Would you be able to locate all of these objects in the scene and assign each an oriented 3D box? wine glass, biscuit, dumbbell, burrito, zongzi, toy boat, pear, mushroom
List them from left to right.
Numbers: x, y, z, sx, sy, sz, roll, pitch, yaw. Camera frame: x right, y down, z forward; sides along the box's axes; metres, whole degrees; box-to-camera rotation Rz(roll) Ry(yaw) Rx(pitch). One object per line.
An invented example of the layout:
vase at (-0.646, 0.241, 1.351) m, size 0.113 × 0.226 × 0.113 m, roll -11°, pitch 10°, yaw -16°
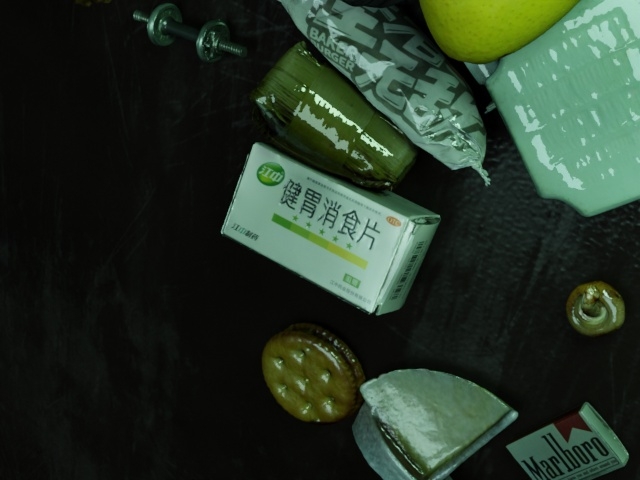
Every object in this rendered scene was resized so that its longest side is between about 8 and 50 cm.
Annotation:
dumbbell at (-0.233, -0.367, 1.649) m, size 0.253 × 0.081 × 0.082 m, roll 24°, pitch 125°, yaw 27°
biscuit at (-0.015, 0.263, 1.816) m, size 0.220 × 0.066 × 0.221 m, roll 17°, pitch 123°, yaw 29°
zongzi at (0.011, -0.172, 1.556) m, size 0.273 × 0.145 × 0.300 m, roll 36°, pitch 166°, yaw -4°
burrito at (0.119, -0.260, 1.406) m, size 0.445 × 0.139 × 0.101 m, roll 47°, pitch 177°, yaw 10°
toy boat at (0.190, 0.341, 1.690) m, size 0.276 × 0.111 × 0.294 m, roll 31°, pitch 115°, yaw 21°
wine glass at (0.231, -0.268, 1.356) m, size 0.072 × 0.072 × 0.155 m, roll -29°, pitch 94°, yaw 42°
pear at (0.213, -0.378, 1.057) m, size 0.285 × 0.285 × 0.336 m, roll 44°, pitch 110°, yaw 10°
mushroom at (0.415, 0.094, 1.395) m, size 0.088 × 0.072 × 0.129 m, roll 46°, pitch 167°, yaw 27°

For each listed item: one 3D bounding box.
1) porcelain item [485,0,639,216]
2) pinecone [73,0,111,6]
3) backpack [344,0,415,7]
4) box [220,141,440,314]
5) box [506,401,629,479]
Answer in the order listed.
porcelain item at (0.389, -0.197, 1.216) m, size 0.285 × 0.157 × 0.282 m, roll -25°, pitch 93°, yaw 43°
pinecone at (-0.417, -0.562, 1.609) m, size 0.246 × 0.246 × 0.292 m, roll -50°, pitch 60°, yaw 41°
backpack at (0.015, -0.521, 1.277) m, size 0.446 × 0.254 × 0.363 m, roll 51°, pitch 136°, yaw 15°
box at (0.019, -0.024, 1.560) m, size 0.332 × 0.145 × 0.173 m, roll 28°, pitch 107°, yaw 23°
box at (0.411, 0.352, 1.560) m, size 0.115 × 0.036 × 0.177 m, roll 53°, pitch 132°, yaw 3°
